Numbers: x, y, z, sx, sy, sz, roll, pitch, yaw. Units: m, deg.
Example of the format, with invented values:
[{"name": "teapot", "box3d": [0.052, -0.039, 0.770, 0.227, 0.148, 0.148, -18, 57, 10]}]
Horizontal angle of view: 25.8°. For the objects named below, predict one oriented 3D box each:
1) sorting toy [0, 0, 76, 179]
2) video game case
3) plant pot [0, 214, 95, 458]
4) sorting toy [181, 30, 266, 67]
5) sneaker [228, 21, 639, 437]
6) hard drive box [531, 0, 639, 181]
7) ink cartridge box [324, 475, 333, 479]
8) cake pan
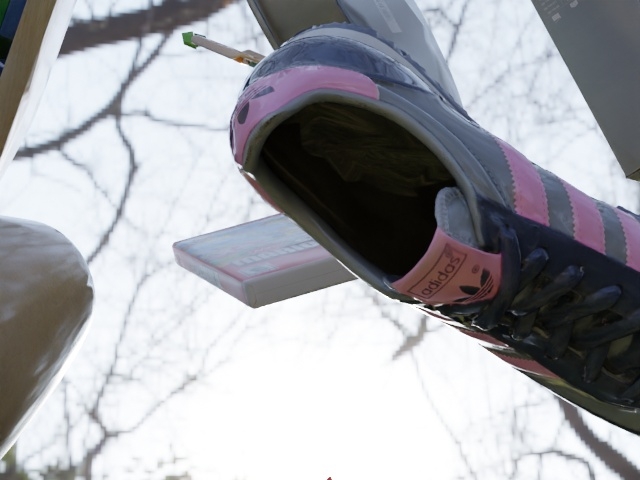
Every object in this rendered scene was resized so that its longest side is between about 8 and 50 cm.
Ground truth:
[{"name": "sorting toy", "box3d": [-0.299, -0.194, 1.323, 0.089, 0.255, 0.257, 21, -66, -9]}, {"name": "video game case", "box3d": [0.000, 0.000, 1.168, 0.204, 0.025, 0.285, -16, 10, -15]}, {"name": "plant pot", "box3d": [-0.310, 0.079, 1.142, 0.256, 0.256, 0.274, -19, 6, 28]}, {"name": "sorting toy", "box3d": [-0.072, -0.147, 1.092, 0.062, 0.012, 0.083, 8, 15, -47]}, {"name": "sneaker", "box3d": [0.089, 0.019, 0.669, 0.319, 0.131, 0.112, 32, -66, 2]}, {"name": "hard drive box", "box3d": [0.294, -0.168, 1.270, 0.089, 0.232, 0.181, -34, -21, 27]}, {"name": "ink cartridge box", "box3d": [-0.028, 0.432, 1.509, 0.060, 0.275, 0.239, 5, -41, -35]}, {"name": "cake pan", "box3d": [0.025, -0.169, 1.072, 0.054, 0.293, 0.293, -30, -37, 19]}]
